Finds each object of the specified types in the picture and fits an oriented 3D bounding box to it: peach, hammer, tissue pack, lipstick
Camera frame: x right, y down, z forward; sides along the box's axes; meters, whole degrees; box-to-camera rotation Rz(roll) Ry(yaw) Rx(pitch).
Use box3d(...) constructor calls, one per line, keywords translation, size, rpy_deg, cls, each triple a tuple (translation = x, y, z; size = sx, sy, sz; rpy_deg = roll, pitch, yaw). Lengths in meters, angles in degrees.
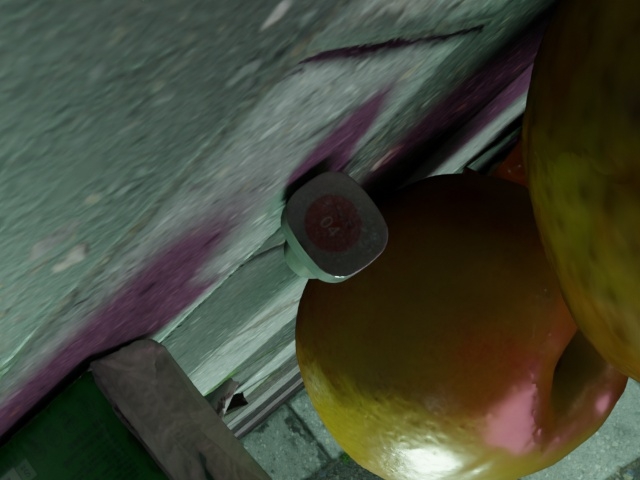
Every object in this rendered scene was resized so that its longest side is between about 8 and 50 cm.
box3d(translation=(0.108, 0.081, 1.001), size=(0.308, 0.289, 0.289), rpy_deg=(9, -148, 43), cls="peach")
box3d(translation=(-0.196, 0.315, 1.832), size=(0.125, 0.027, 0.297), rpy_deg=(-30, 169, -26), cls="hammer")
box3d(translation=(-0.149, 0.185, 0.795), size=(0.209, 0.148, 0.156), rpy_deg=(-42, 172, 20), cls="tissue pack")
box3d(translation=(0.001, -0.001, 0.764), size=(0.057, 0.063, 0.186), rpy_deg=(-36, 179, -9), cls="lipstick")

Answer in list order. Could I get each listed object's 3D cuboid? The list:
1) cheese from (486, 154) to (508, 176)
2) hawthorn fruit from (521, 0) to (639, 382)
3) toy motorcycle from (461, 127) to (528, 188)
box3d(translation=(0.253, -0.006, 1.460), size=(0.226, 0.117, 0.214), rpy_deg=(78, 23, -61), cls="cheese")
box3d(translation=(0.349, -0.080, 0.671), size=(0.471, 0.472, 0.472), rpy_deg=(-38, 173, -6), cls="hawthorn fruit")
box3d(translation=(0.261, -0.092, 1.199), size=(0.221, 0.147, 0.326), rpy_deg=(-59, -176, -23), cls="toy motorcycle")
